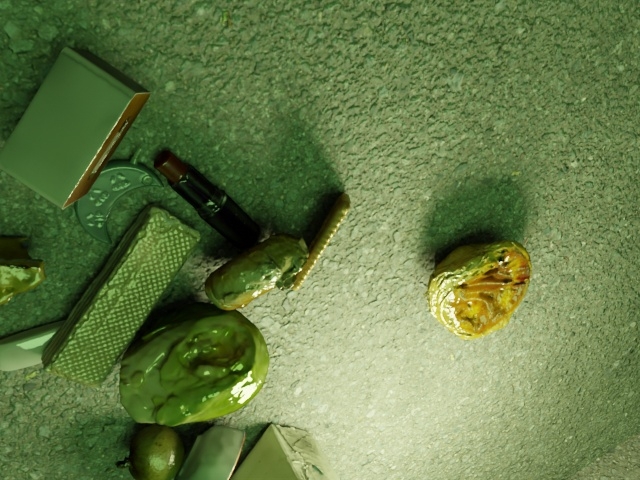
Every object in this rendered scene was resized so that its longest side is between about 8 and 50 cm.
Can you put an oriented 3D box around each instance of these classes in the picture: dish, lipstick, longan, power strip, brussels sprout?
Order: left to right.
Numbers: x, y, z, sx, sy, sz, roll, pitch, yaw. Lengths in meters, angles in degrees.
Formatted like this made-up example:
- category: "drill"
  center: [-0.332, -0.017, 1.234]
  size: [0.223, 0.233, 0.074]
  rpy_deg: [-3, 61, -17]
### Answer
- category: "power strip"
  center: [-0.424, -0.100, 1.207]
  size: [0.216, 0.044, 0.137]
  rpy_deg: [-48, 126, 5]
- category: "longan"
  center: [-0.439, 0.558, 1.502]
  size: [0.176, 0.145, 0.155]
  rpy_deg: [-4, 92, -30]
- category: "brussels sprout"
  center: [-0.286, 0.279, 1.334]
  size: [0.343, 0.344, 0.268]
  rpy_deg: [-7, 87, -23]
- category: "dish"
  center: [-0.312, 0.611, 1.561]
  size: [0.117, 0.256, 0.256]
  rpy_deg: [29, 103, -6]
- category: "lipstick"
  center: [-0.246, -0.087, 1.279]
  size: [0.081, 0.081, 0.300]
  rpy_deg: [-42, 128, 0]

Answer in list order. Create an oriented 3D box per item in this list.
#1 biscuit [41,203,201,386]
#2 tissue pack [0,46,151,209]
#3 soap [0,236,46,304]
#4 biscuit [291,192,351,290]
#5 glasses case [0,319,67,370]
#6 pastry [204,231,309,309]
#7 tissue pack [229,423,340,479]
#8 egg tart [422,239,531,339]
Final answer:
- category: "biscuit"
  center: [-0.435, 0.120, 1.273]
  size: [0.144, 0.078, 0.426]
  rpy_deg: [36, 89, -38]
- category: "tissue pack"
  center: [-0.441, -0.205, 1.049]
  size: [0.136, 0.159, 0.246]
  rpy_deg: [35, 100, -13]
- category: "soap"
  center: [-0.721, 0.150, 1.123]
  size: [0.338, 0.169, 0.305]
  rpy_deg: [2, 115, -26]
- category: "biscuit"
  center: [-0.001, 0.000, 1.415]
  size: [0.030, 0.160, 0.250]
  rpy_deg: [31, 103, -5]
- category: "glasses case"
  center: [-0.621, 0.231, 1.288]
  size: [0.197, 0.049, 0.076]
  rpy_deg: [-18, 121, -19]
- category: "pastry"
  center: [-0.145, 0.078, 1.319]
  size: [0.235, 0.257, 0.121]
  rpy_deg: [-30, 94, 32]
- category: "tissue pack"
  center: [-0.131, 0.776, 1.688]
  size: [0.207, 0.297, 0.380]
  rpy_deg: [29, 100, -37]
- category: "egg tart"
  center: [0.462, 0.134, 1.710]
  size: [0.351, 0.153, 0.340]
  rpy_deg: [-30, 126, -9]
